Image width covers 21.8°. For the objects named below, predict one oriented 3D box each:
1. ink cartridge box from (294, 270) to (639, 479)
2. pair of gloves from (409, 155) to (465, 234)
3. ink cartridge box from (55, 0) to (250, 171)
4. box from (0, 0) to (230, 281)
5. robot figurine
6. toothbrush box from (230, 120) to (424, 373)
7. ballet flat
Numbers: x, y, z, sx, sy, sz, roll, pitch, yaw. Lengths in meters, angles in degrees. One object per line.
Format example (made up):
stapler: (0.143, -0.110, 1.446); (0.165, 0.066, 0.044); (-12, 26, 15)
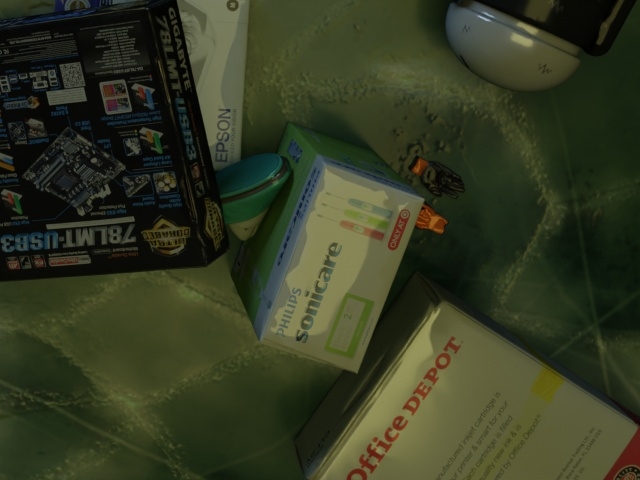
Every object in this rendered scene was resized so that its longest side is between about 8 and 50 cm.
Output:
ink cartridge box: (0.202, 0.258, 2.027); (0.385, 0.160, 0.279); (33, 96, -15)
pair of gloves: (0.131, -0.054, 2.020); (0.074, 0.010, 0.083); (25, 96, -12)
ink cartridge box: (-0.197, -0.193, 1.919); (0.224, 0.045, 0.223); (1, 103, -9)
box: (-0.269, -0.106, 1.848); (0.295, 0.073, 0.293); (-5, 108, 25)
robot figurine: (0.253, -0.307, 1.898); (0.209, 0.173, 0.278); (26, 99, 12)
toothbrush box: (0.000, 0.000, 1.873); (0.122, 0.283, 0.206); (19, 99, -12)
ballet flat: (-0.118, -0.037, 1.908); (0.247, 0.083, 0.087); (-12, 123, 34)
